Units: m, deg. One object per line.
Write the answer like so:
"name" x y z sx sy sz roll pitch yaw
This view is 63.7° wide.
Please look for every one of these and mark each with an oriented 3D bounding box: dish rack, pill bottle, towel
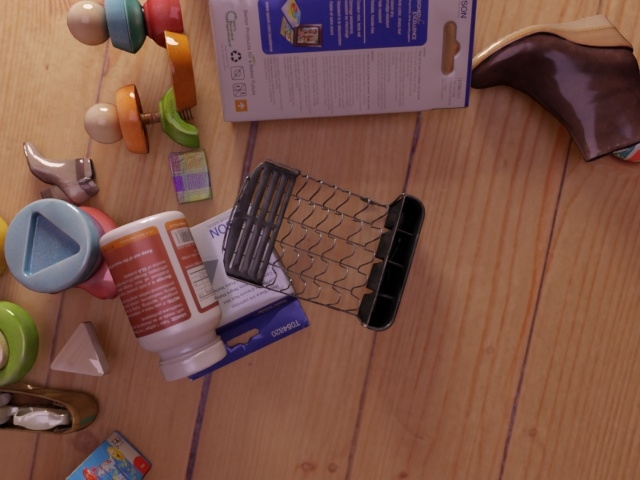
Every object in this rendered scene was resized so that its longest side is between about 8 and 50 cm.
"dish rack" 0.000 0.000 0.763 0.272 0.074 0.208 19 82 -13
"pill bottle" -0.212 0.077 0.720 0.121 0.121 0.216 -21 91 0
"towel" -0.205 -0.102 0.817 0.060 0.009 0.083 -10 93 -1

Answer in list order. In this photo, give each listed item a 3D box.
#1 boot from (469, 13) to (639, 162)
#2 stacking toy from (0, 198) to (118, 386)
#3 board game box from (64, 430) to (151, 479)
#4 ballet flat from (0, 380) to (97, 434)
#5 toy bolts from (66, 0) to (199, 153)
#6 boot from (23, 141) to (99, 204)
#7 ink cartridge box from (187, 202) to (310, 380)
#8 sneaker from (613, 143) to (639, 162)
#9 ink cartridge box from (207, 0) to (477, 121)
"boot" 0.356 -0.213 0.760 0.249 0.090 0.206 -17 80 -1
"stacking toy" -0.449 0.077 0.734 0.309 0.130 0.279 -4 86 7
"board game box" -0.407 0.444 0.687 0.308 0.302 0.086 -45 91 0
"ballet flat" -0.469 0.258 0.794 0.233 0.073 0.080 2 91 0
"toy bolts" -0.265 -0.249 0.717 0.159 0.218 0.228 -9 85 -14
"boot" -0.399 -0.110 0.803 0.087 0.042 0.118 -21 93 -6
"ink cartridge box" -0.160 0.083 0.805 0.223 0.045 0.223 -26 92 0
"sneaker" 0.493 -0.200 0.797 0.076 0.057 0.161 8 94 -5
"ink cartridge box" 0.033 -0.275 0.756 0.371 0.069 0.175 -2 116 1
